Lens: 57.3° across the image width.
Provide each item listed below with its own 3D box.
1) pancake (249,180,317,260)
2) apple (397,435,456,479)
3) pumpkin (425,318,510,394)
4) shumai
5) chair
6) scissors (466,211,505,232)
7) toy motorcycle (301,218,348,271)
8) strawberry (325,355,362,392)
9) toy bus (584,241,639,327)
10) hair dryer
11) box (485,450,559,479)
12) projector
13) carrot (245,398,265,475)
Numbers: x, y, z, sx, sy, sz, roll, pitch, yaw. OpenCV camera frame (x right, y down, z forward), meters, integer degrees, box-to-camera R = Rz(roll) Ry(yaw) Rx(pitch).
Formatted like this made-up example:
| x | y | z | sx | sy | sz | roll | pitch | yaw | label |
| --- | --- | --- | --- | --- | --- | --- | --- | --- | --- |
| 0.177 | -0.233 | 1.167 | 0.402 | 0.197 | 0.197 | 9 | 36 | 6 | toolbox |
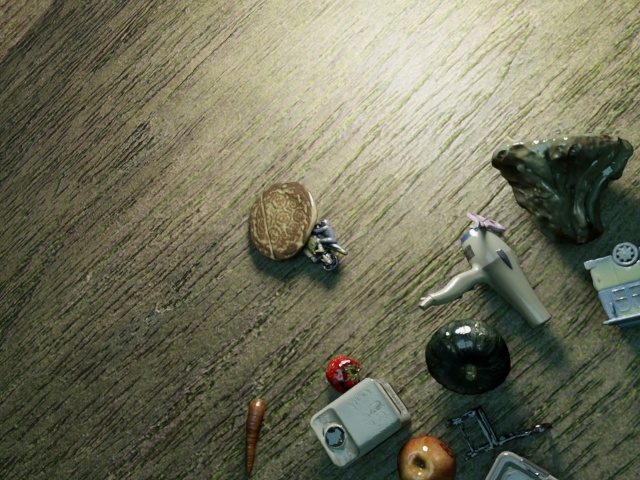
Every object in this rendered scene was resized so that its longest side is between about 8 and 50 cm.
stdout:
| x | y | z | sx | sy | sz | roll | pitch | yaw | label |
| --- | --- | --- | --- | --- | --- | --- | --- | --- | --- |
| -0.113 | -0.065 | 1.752 | 0.250 | 0.031 | 0.250 | -10 | 71 | 30 | pancake |
| 0.264 | 0.569 | 1.476 | 0.146 | 0.131 | 0.146 | -6 | 74 | 21 | apple |
| 0.370 | 0.295 | 1.469 | 0.211 | 0.212 | 0.152 | -8 | 42 | 15 | pumpkin |
| 0.592 | -0.116 | 1.455 | 0.304 | 0.309 | 0.263 | -3 | 88 | -21 | shumai |
| 0.442 | 0.458 | 1.460 | 0.229 | 0.106 | 0.113 | -28 | 74 | 8 | chair |
| 0.417 | -0.045 | 1.523 | 0.110 | 0.212 | 0.021 | 27 | 105 | 21 | scissors |
| 0.000 | 0.000 | 1.717 | 0.193 | 0.061 | 0.124 | 37 | 97 | 29 | toy motorcycle |
| 0.059 | 0.367 | 1.607 | 0.106 | 0.106 | 0.106 | -4 | 77 | 16 | strawberry |
| 0.803 | 0.082 | 1.355 | 0.312 | 0.152 | 0.190 | -23 | 71 | 36 | toy bus |
| 0.441 | 0.142 | 1.498 | 0.296 | 0.119 | 0.298 | 35 | 67 | 10 | hair dryer |
| 0.461 | 0.632 | 1.402 | 0.162 | 0.130 | 0.227 | 27 | 88 | 20 | box |
| 0.099 | 0.475 | 1.523 | 0.242 | 0.177 | 0.163 | -37 | 69 | 8 | projector |
| -0.194 | 0.561 | 1.668 | 0.048 | 0.048 | 0.216 | 7 | 85 | 18 | carrot |
